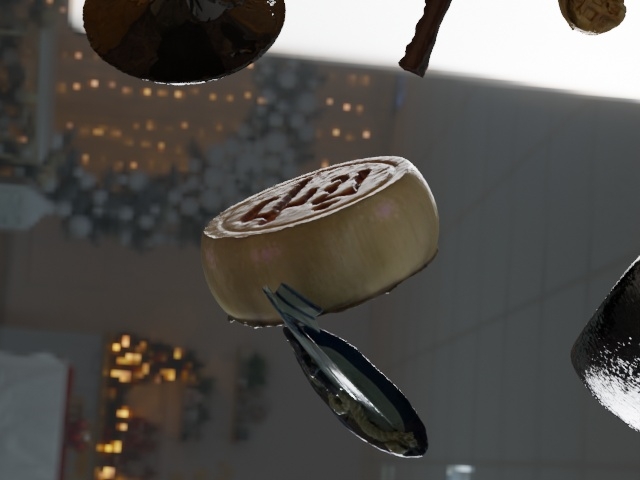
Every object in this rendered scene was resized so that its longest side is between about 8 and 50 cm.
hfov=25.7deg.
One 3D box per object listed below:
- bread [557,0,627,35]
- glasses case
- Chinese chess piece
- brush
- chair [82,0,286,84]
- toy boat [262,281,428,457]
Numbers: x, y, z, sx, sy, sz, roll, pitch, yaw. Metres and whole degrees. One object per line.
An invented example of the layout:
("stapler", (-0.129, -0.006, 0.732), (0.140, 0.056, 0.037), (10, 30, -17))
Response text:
("bread", (0.309, -0.289, 1.602), (0.044, 0.083, 0.111), (-157, -126, -71))
("glasses case", (0.303, 0.094, 1.259), (0.122, 0.082, 0.321), (46, -16, 14))
("Chinese chess piece", (0.000, 0.000, 1.570), (0.270, 0.270, 0.112), (-105, 176, -77))
("brush", (0.139, -0.293, 1.282), (0.084, 0.071, 0.301), (25, -83, 44))
("chair", (-0.147, -0.369, 1.371), (0.401, 0.226, 0.227), (91, 0, -51))
("toy boat", (0.007, 0.123, 1.501), (0.291, 0.070, 0.210), (51, -11, -31))
